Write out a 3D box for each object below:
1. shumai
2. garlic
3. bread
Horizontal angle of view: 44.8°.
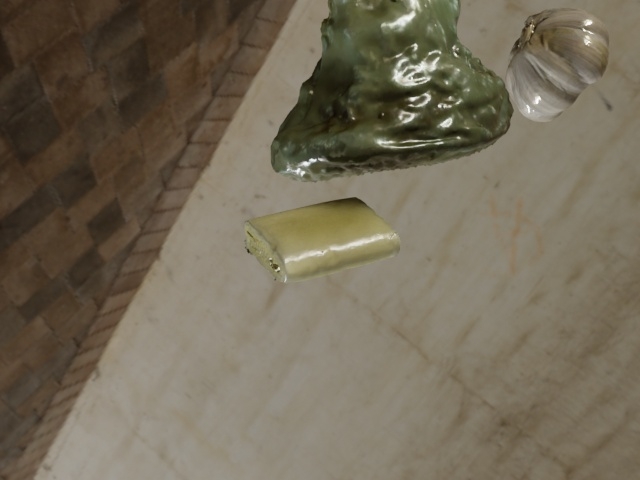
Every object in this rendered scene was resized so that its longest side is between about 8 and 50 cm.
[{"bbox_3d":[0.097,-0.264,1.184,0.397,0.323,0.324,-14,-171,-29],"label":"shumai"},{"bbox_3d":[0.436,-0.342,1.470,0.228,0.152,0.228,-53,-157,35],"label":"garlic"},{"bbox_3d":[0.000,0.000,1.053,0.178,0.139,0.060,-12,124,-24],"label":"bread"}]
